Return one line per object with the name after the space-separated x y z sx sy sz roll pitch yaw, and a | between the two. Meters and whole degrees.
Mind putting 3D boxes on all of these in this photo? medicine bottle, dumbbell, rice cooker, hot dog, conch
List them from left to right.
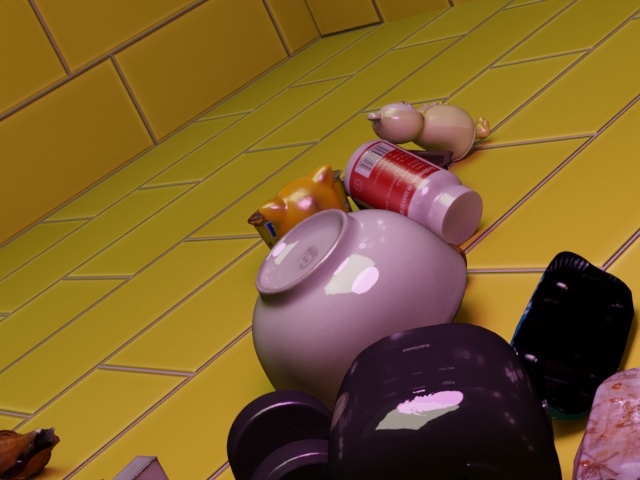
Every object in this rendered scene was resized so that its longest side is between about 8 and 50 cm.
-0.507 0.359 2.093 0.232 0.086 0.080 -6 27 50 | conch
-0.026 0.289 1.543 0.152 0.152 0.218 -27 18 -5 | dumbbell
0.165 -0.085 2.255 0.131 0.131 0.250 -35 44 -25 | medicine bottle
0.132 0.236 1.333 0.267 0.267 0.224 -22 26 11 | rice cooker
0.346 0.225 1.353 0.144 0.075 0.268 -9 20 29 | hot dog

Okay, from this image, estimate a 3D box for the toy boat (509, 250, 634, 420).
0.310 0.139 1.622 0.092 0.134 0.299 -59 -5 40 | toy boat

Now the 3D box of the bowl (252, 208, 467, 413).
0.026 0.077 1.880 0.354 0.185 0.354 -34 24 18 | bowl

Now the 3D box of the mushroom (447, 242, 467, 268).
0.178 0.047 2.042 0.127 0.087 0.127 -20 24 10 | mushroom

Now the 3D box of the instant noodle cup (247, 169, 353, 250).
-0.018 -0.021 2.365 0.205 0.153 0.205 -26 11 6 | instant noodle cup

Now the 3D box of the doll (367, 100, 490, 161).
0.216 -0.239 2.587 0.296 0.117 0.141 14 -5 -38 | doll

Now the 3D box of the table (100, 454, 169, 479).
-0.297 0.402 1.642 0.111 0.122 0.240 -9 24 42 | table

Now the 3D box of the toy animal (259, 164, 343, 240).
0.004 -0.003 2.189 0.156 0.230 0.156 -33 1 1 | toy animal

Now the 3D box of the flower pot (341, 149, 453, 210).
0.160 -0.103 2.493 0.179 0.084 0.251 -33 21 -24 | flower pot
